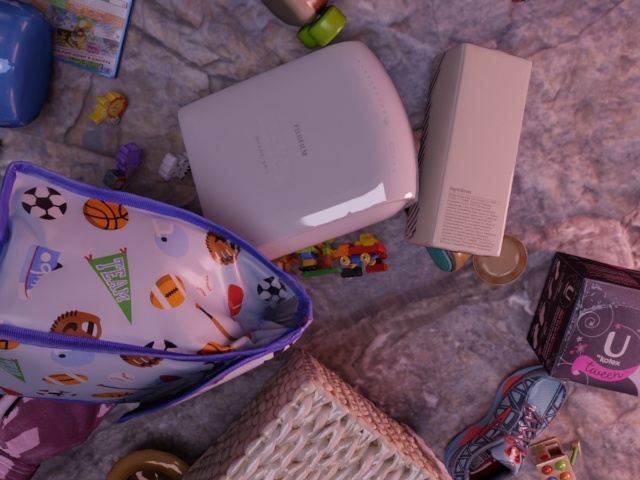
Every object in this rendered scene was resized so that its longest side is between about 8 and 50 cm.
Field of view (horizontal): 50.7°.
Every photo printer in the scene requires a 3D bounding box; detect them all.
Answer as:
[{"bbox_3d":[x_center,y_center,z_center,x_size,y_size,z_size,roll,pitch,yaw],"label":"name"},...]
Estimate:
[{"bbox_3d":[-0.025,-0.120,0.940,0.307,0.107,0.256,-18,79,13],"label":"photo printer"}]

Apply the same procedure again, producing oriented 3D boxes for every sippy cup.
[{"bbox_3d":[-0.498,-0.255,0.919,0.224,0.305,0.240,12,80,-7],"label":"sippy cup"}]

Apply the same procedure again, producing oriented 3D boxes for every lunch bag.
[{"bbox_3d":[-0.245,0.105,0.881,0.385,0.328,0.239,14,64,-28],"label":"lunch bag"}]

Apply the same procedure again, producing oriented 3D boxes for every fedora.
[{"bbox_3d":[-0.273,0.434,1.154,0.194,0.079,0.195,1,101,4],"label":"fedora"}]

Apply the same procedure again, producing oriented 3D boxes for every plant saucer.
[{"bbox_3d":[0.279,0.028,1.054,0.083,0.015,0.084,1,104,3],"label":"plant saucer"}]

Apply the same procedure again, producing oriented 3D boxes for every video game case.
[{"bbox_3d":[-0.340,-0.337,0.994,0.119,0.015,0.166,18,104,-2],"label":"video game case"}]

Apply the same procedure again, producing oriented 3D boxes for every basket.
[{"bbox_3d":[-0.023,0.362,0.973,0.266,0.331,0.328,42,87,-2],"label":"basket"}]

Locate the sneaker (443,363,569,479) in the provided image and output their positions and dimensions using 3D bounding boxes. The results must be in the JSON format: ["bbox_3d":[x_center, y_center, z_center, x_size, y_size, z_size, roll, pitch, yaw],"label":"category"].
[{"bbox_3d":[0.307,0.315,1.069,0.104,0.125,0.262,35,104,-6],"label":"sneaker"}]

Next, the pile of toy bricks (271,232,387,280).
[{"bbox_3d":[0.000,0.000,1.030,0.212,0.118,0.105,-8,76,21],"label":"pile of toy bricks"}]

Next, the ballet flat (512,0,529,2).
[{"bbox_3d":[0.325,-0.469,0.894,0.106,0.107,0.316,38,98,14],"label":"ballet flat"}]

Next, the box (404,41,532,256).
[{"bbox_3d":[0.202,-0.120,0.937,0.113,0.094,0.275,11,90,-17],"label":"box"}]

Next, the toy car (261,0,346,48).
[{"bbox_3d":[0.001,-0.383,0.909,0.155,0.149,0.188,41,91,-19],"label":"toy car"}]

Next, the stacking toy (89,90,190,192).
[{"bbox_3d":[-0.303,-0.087,1.019,0.167,0.052,0.221,39,111,17],"label":"stacking toy"}]

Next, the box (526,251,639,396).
[{"bbox_3d":[0.463,0.135,1.007,0.247,0.142,0.163,14,104,0],"label":"box"}]

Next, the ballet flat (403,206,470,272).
[{"bbox_3d":[0.156,-0.060,1.020,0.073,0.080,0.232,-38,103,-17],"label":"ballet flat"}]

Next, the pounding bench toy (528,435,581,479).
[{"bbox_3d":[0.394,0.362,1.107,0.083,0.065,0.052,-23,102,8],"label":"pounding bench toy"}]

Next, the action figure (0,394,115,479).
[{"bbox_3d":[-0.472,0.334,1.030,0.248,0.276,0.370,24,76,18],"label":"action figure"}]
